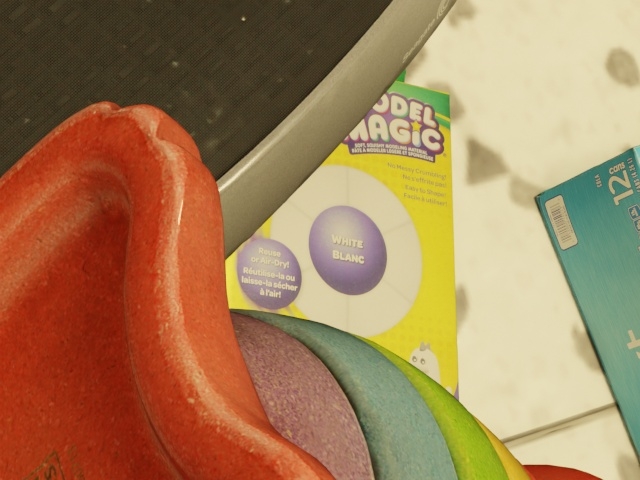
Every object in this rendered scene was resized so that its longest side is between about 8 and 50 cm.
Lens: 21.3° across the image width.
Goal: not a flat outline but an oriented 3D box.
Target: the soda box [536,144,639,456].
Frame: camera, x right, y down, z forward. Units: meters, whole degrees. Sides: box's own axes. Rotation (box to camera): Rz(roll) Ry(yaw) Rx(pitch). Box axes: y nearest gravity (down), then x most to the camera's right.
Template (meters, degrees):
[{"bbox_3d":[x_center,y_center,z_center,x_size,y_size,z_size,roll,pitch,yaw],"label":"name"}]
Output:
[{"bbox_3d":[0.172,0.060,0.713,0.071,0.067,0.210,-17,83,-35],"label":"soda box"}]

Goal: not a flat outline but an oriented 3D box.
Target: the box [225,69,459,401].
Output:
[{"bbox_3d":[0.000,0.000,0.645,0.105,0.043,0.179,10,67,-29],"label":"box"}]

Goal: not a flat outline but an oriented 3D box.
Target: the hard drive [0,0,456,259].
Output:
[{"bbox_3d":[-0.075,-0.072,0.581,0.172,0.054,0.254,44,65,2],"label":"hard drive"}]

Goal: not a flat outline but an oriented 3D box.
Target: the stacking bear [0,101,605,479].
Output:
[{"bbox_3d":[0.010,0.106,0.520,0.289,0.164,0.175,26,31,-47],"label":"stacking bear"}]
